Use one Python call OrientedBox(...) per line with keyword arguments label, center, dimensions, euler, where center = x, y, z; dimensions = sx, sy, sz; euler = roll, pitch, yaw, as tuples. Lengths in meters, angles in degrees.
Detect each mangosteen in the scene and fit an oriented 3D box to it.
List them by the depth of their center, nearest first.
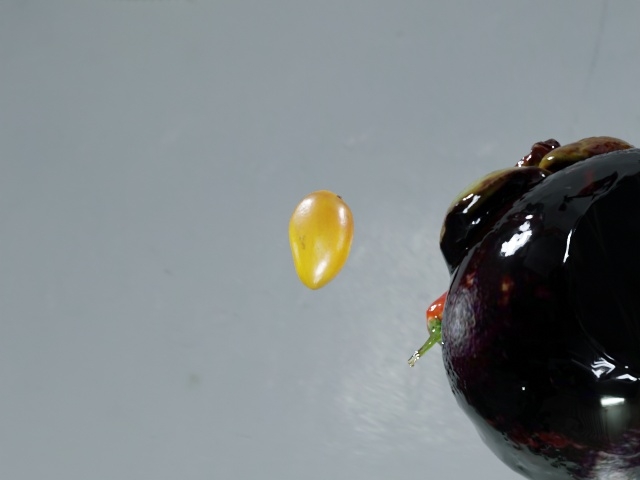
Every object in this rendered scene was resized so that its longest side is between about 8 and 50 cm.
OrientedBox(label="mangosteen", center=(0.207, 0.039, 1.323), dimensions=(0.288, 0.233, 0.287), euler=(2, 70, -5))

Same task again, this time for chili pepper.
OrientedBox(label="chili pepper", center=(0.142, 0.053, 1.689), dimensions=(0.059, 0.050, 0.191), euler=(19, 45, 34))

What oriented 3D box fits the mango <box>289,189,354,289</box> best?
OrientedBox(label="mango", center=(0.000, 0.000, 1.638), dimensions=(0.060, 0.046, 0.089), euler=(4, 79, 29))
